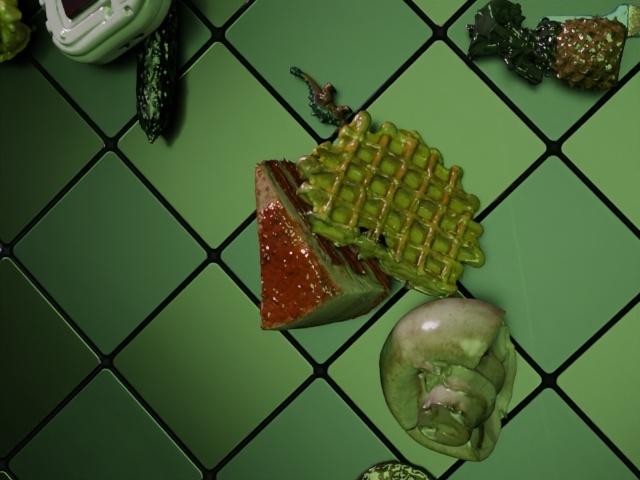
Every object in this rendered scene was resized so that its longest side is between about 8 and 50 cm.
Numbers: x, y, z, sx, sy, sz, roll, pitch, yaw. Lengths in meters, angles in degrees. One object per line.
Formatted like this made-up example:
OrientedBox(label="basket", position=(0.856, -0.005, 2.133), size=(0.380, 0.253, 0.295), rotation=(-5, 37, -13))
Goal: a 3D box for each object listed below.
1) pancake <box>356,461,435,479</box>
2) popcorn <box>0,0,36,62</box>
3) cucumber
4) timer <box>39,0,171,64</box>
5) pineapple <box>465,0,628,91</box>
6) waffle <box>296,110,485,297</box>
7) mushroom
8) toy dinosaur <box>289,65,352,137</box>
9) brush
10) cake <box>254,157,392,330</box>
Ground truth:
OrientedBox(label="pancake", position=(0.117, 0.443, 1.677), size=(0.199, 0.021, 0.199), rotation=(0, 90, 10))
OrientedBox(label="popcorn", position=(-0.538, -0.385, 1.714), size=(0.168, 0.173, 0.195), rotation=(22, 101, 51))
OrientedBox(label="cucumber", position=(-0.261, -0.301, 1.715), size=(0.072, 0.072, 0.300), rotation=(1, 90, 9))
OrientedBox(label="timer", position=(-0.347, -0.417, 1.679), size=(0.237, 0.087, 0.262), rotation=(-26, 76, 30))
OrientedBox(label="pineapple", position=(0.329, -0.291, 1.606), size=(0.237, 0.111, 0.119), rotation=(11, 66, 15))
OrientedBox(label="waffle", position=(0.102, -0.047, 1.598), size=(0.283, 0.065, 0.310), rotation=(-16, 72, -27))
OrientedBox(label="mushroom", position=(0.171, 0.204, 1.568), size=(0.188, 0.195, 0.254), rotation=(8, 124, 26))
OrientedBox(label="toy dinosaur", position=(0.007, -0.213, 1.683), size=(0.055, 0.049, 0.154), rotation=(-41, 89, 10))
OrientedBox(label="brush", position=(0.413, -0.330, 1.634), size=(0.164, 0.014, 0.051), rotation=(0, 89, 10))
OrientedBox(label="cake", position=(0.000, 0.000, 1.604), size=(0.159, 0.158, 0.262), rotation=(-5, 89, 36))
